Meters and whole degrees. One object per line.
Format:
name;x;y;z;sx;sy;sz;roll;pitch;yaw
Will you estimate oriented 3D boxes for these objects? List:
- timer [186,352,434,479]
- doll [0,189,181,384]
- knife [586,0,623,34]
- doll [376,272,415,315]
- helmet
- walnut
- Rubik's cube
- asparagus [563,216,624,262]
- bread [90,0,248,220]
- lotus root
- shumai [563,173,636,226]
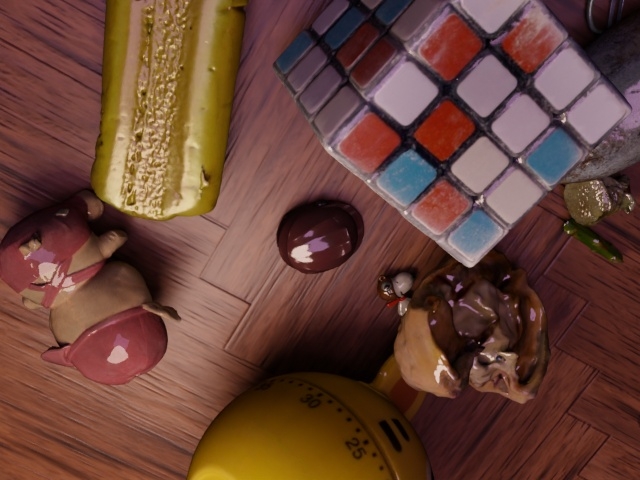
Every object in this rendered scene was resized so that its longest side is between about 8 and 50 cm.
timer;0.019;0.339;1.157;0.387;0.376;0.376;-10;119;-45
doll;-0.310;0.075;1.124;0.196;0.152;0.256;-34;93;43
knife;0.359;-0.362;1.048;0.054;0.015;0.212;3;112;-1
doll;0.112;0.083;1.197;0.058;0.040;0.085;-15;110;-7
helmet;0.000;0.000;1.145;0.123;0.070;0.098;-14;110;5
walnut;0.192;0.116;1.142;0.238;0.141;0.204;12;70;-37
Rubik's cube;0.137;-0.173;0.959;0.256;0.259;0.253;37;106;-30
asparagus;0.380;0.001;1.180;0.108;0.021;0.025;33;111;-13
bread;-0.183;-0.209;1.039;0.166;0.112;0.383;9;111;-3
lotus root;0.355;-0.162;1.046;0.322;0.140;0.158;-40;77;14
shumai;0.381;-0.066;1.143;0.080;0.082;0.083;-30;120;-31
